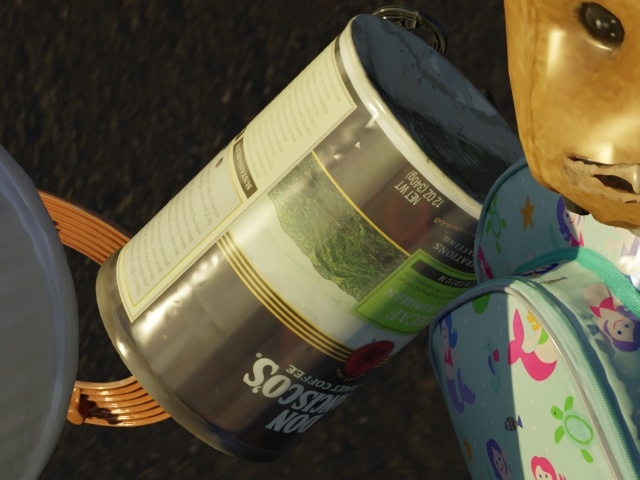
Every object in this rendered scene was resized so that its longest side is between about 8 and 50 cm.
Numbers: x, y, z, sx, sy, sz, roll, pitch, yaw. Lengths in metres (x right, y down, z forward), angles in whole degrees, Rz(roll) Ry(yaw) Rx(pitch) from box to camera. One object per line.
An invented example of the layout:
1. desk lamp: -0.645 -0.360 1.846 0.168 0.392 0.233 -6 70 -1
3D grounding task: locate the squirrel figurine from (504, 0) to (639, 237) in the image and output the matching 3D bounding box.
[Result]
1. squirrel figurine: 0.255 -0.107 0.624 0.370 0.281 0.397 26 102 26

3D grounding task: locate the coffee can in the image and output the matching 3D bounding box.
1. coffee can: 0.000 0.000 1.418 0.201 0.201 0.275 47 112 0

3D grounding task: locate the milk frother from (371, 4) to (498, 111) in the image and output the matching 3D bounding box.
1. milk frother: 0.073 -0.106 1.656 0.143 0.129 0.135 43 28 -26

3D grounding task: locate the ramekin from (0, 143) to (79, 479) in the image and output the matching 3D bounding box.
1. ramekin: -0.255 0.053 0.879 0.273 0.127 0.273 1 99 7

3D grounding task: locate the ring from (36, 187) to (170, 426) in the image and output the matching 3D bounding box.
1. ring: -0.270 0.075 1.929 0.336 0.336 0.032 31 48 -5

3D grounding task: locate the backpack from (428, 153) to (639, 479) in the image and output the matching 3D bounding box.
1. backpack: 0.167 0.064 0.957 0.191 0.225 0.253 -11 85 -20
